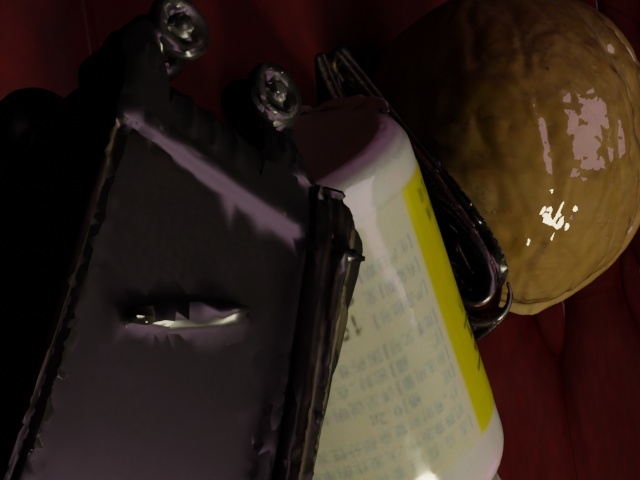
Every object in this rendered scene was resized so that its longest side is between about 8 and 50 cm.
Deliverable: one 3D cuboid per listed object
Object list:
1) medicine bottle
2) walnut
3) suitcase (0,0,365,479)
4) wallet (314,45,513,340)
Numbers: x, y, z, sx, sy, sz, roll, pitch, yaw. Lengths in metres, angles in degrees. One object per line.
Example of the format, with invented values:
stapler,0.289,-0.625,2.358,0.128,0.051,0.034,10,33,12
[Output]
medicine bottle,0.014,0.106,1.008,0.213,0.213,0.378,-52,128,-57
walnut,0.188,-0.089,1.357,0.333,0.333,0.333,33,52,-57
suitcase,-0.137,0.125,0.621,0.194,0.283,0.434,35,47,-27
wallet,0.074,-0.031,1.177,0.262,0.071,0.221,58,-2,8
